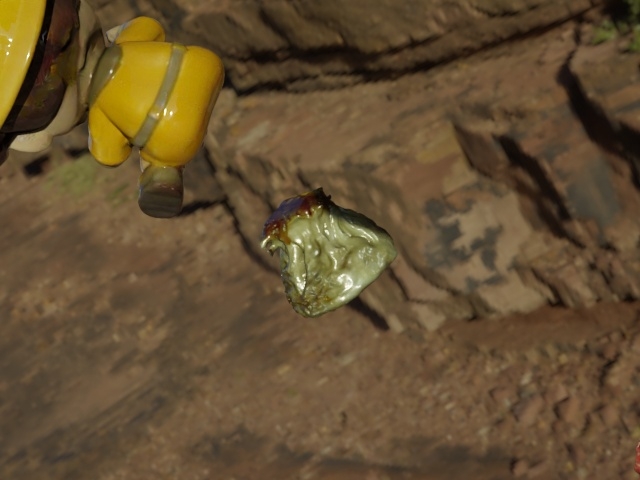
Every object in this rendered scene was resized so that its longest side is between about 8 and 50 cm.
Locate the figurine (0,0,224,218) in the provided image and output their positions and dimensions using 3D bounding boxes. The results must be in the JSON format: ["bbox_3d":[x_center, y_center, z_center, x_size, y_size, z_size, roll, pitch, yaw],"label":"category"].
[{"bbox_3d":[-0.200,-0.130,0.887,0.167,0.257,0.192,115,166,-65],"label":"figurine"}]

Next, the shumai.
[{"bbox_3d":[-0.001,0.001,0.984,0.099,0.087,0.124,-34,14,6],"label":"shumai"}]

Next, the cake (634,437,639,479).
[{"bbox_3d":[0.293,0.136,0.699,0.086,0.116,0.220,-7,24,-31],"label":"cake"}]
